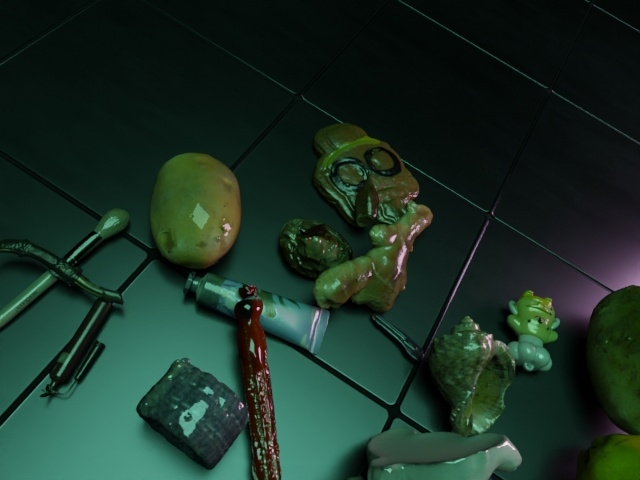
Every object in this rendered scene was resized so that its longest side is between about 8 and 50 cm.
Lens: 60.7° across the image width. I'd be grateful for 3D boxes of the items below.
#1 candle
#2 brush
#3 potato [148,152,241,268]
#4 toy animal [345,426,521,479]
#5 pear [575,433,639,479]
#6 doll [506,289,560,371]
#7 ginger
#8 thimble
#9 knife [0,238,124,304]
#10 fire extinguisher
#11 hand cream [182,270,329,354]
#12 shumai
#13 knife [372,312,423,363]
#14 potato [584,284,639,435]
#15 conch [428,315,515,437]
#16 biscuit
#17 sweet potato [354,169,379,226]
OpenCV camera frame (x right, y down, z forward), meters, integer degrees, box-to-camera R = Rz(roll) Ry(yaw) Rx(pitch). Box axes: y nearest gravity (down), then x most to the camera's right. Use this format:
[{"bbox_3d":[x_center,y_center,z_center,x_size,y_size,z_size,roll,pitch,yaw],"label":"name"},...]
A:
[{"bbox_3d":[-0.099,0.229,0.849,0.051,0.048,0.329,9,66,-47],"label":"candle"},{"bbox_3d":[-0.432,0.046,0.901,0.042,0.039,0.299,44,62,-2],"label":"brush"},{"bbox_3d":[-0.216,-0.060,0.967,0.150,0.146,0.233,20,51,-40],"label":"potato"},{"bbox_3d":[0.162,0.417,0.765,0.206,0.272,0.264,-1,83,-47],"label":"toy animal"},{"bbox_3d":[0.529,0.428,0.850,0.212,0.212,0.269,-29,59,-28],"label":"pear"},{"bbox_3d":[0.405,0.175,1.043,0.106,0.062,0.162,20,59,1],"label":"doll"},{"bbox_3d":[0.120,0.032,1.016,0.148,0.081,0.333,50,60,-13],"label":"ginger"},{"bbox_3d":[-0.182,0.248,0.787,0.150,0.150,0.097,36,61,6],"label":"thimble"},{"bbox_3d":[-0.414,0.046,0.875,0.222,0.021,0.045,24,64,-6],"label":"knife"},{"bbox_3d":[-0.371,0.172,0.849,0.049,0.035,0.173,47,50,-33],"label":"fire extinguisher"},{"bbox_3d":[-0.109,0.115,0.946,0.256,0.055,0.088,23,57,-10],"label":"hand cream"},{"bbox_3d":[0.004,0.009,1.015,0.139,0.105,0.123,43,52,-19],"label":"shumai"},{"bbox_3d":[0.139,0.177,0.995,0.121,0.018,0.031,39,57,10],"label":"knife"},{"bbox_3d":[0.606,0.215,1.013,0.210,0.173,0.307,29,55,-1],"label":"potato"},{"bbox_3d":[0.262,0.233,0.932,0.156,0.130,0.207,1,75,0],"label":"conch"},{"bbox_3d":[0.092,-0.133,1.143,0.209,0.041,0.290,-25,70,-25],"label":"biscuit"},{"bbox_3d":[0.092,-0.086,1.071,0.049,0.049,0.117,9,72,-11],"label":"sweet potato"}]
